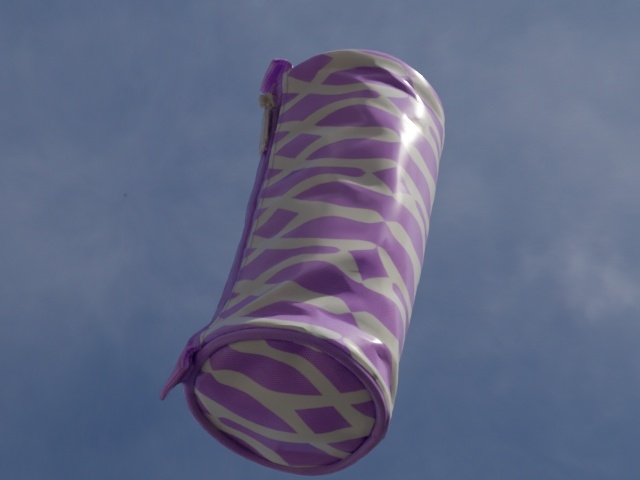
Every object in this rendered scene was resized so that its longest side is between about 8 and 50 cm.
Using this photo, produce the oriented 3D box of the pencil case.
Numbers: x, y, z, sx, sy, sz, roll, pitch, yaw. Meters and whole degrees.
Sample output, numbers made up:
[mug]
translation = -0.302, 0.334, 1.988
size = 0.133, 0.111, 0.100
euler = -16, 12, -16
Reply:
[pencil case]
translation = 0.000, 0.000, 0.720
size = 0.088, 0.206, 0.086
euler = 27, -51, -13
